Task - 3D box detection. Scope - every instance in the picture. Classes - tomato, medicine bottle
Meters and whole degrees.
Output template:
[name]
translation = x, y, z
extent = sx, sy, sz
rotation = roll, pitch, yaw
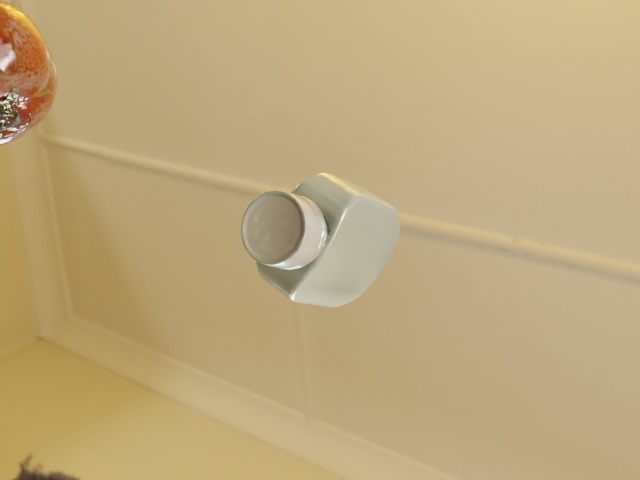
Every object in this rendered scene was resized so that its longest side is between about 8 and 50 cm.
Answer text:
[tomato]
translation = -0.494, -0.242, 1.346
extent = 0.188, 0.232, 0.232
rotation = 52, -45, 23
[medicine bottle]
translation = 0.000, 0.000, 0.884
extent = 0.069, 0.183, 0.119
rotation = 37, -80, 24
